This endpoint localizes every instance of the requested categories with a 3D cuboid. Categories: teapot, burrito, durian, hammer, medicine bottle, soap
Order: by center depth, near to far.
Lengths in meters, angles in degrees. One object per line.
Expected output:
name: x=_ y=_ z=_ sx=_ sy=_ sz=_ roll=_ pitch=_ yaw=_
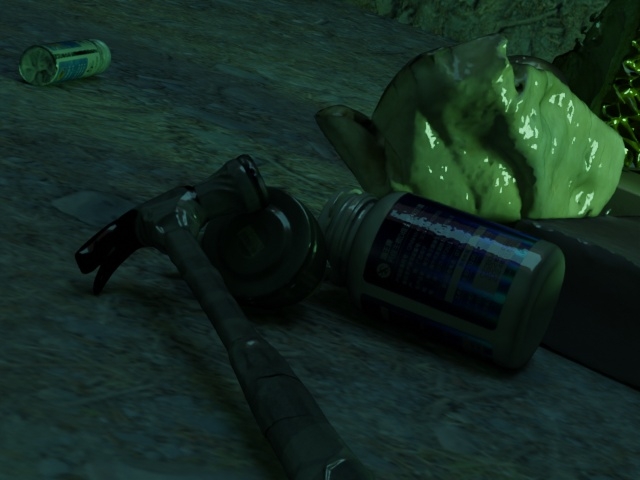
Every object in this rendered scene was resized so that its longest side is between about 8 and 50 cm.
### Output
hammer: x=-0.045 y=0.057 z=1.010 sx=0.152 sy=0.044 sz=0.427 roll=-26 pitch=31 yaw=-11
teapot: x=-0.046 y=0.006 z=1.235 sx=0.124 sy=0.092 sz=0.091 roll=34 pitch=-3 yaw=31
medicine bottle: x=0.092 y=0.024 z=1.267 sx=0.191 sy=0.107 sz=0.107 roll=21 pitch=14 yaw=21
soap: x=0.346 y=0.064 z=1.393 sx=0.285 sy=0.107 sz=0.296 roll=24 pitch=17 yaw=35
burrito: x=0.147 y=-0.065 z=1.411 sx=0.190 sy=0.135 sz=0.332 roll=-19 pitch=-20 yaw=25
medicine bottle: x=-0.314 y=-0.223 z=1.944 sx=0.051 sy=0.051 sz=0.191 roll=18 pitch=12 yaw=10
durian: x=0.327 y=-0.160 z=1.957 sx=0.163 sy=0.198 sz=0.394 roll=-25 pitch=-7 yaw=-22

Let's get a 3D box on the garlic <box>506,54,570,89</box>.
garlic: x=0.199 y=-0.136 z=1.911 sx=0.228 sy=0.152 sz=0.228 roll=-20 pitch=14 yaw=5

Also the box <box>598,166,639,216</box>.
box: x=0.387 y=-0.016 z=1.800 sx=0.168 sy=0.095 sz=0.212 roll=27 pitch=18 yaw=33
